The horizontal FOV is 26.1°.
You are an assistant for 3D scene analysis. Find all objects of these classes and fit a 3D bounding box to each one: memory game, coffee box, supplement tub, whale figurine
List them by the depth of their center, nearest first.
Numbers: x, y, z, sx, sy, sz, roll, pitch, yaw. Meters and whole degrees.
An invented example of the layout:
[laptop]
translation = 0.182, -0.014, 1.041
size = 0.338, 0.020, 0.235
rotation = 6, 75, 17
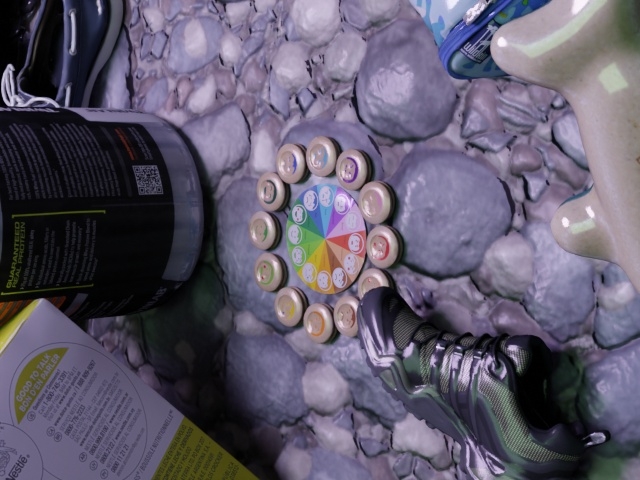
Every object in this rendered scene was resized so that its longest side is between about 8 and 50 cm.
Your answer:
[whale figurine]
translation = 0.229, -0.071, 0.849
size = 0.272, 0.141, 0.216
rotation = 41, 121, -16
[coffee box]
translation = -0.277, 0.321, 1.204
size = 0.334, 0.338, 0.338
rotation = 42, 131, -14
[memory game]
translation = 0.000, 0.000, 1.219
size = 0.186, 0.012, 0.186
rotation = 5, 97, 43
[supplement tub]
translation = -0.292, -0.021, 1.271
size = 0.207, 0.338, 0.207
rotation = 3, 95, 44

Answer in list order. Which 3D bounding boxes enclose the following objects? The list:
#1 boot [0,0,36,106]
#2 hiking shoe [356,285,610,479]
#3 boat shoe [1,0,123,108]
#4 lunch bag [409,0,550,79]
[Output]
[boot]
translation = -0.414, -0.151, 1.540
size = 0.223, 0.118, 0.338
rotation = 10, 105, 38
[hiking shoe]
translation = 0.125, 0.103, 1.075
size = 0.227, 0.086, 0.114
rotation = 48, 111, 23
[boat shoe]
translation = -0.279, -0.156, 1.427
size = 0.095, 0.079, 0.254
rotation = 47, 123, 30
[lunch bag]
translation = 0.172, -0.184, 0.892
size = 0.176, 0.219, 0.090
rotation = -42, 66, 37
